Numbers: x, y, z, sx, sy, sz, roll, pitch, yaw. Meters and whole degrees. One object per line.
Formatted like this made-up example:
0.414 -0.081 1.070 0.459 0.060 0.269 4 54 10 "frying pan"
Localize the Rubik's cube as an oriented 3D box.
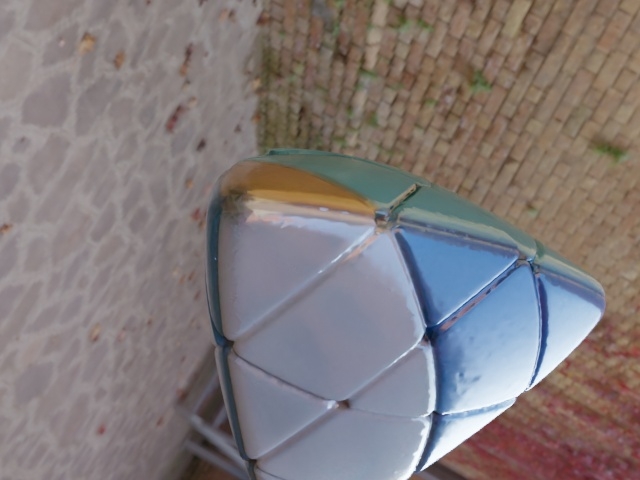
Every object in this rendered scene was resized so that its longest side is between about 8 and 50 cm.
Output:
0.000 0.000 0.566 0.254 0.254 0.254 -59 173 -12 "Rubik's cube"
